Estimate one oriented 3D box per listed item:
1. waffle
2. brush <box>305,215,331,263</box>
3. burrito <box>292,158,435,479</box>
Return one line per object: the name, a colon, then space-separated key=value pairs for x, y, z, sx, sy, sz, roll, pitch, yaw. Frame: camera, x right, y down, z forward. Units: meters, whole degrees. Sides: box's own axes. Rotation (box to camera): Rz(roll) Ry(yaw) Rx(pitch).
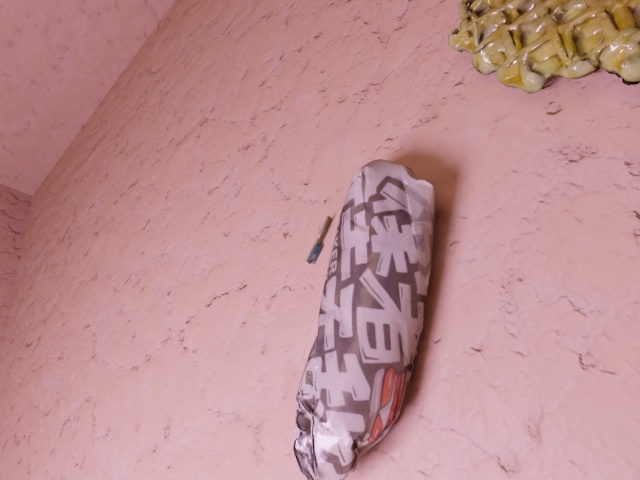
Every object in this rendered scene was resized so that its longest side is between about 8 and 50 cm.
waffle: x=0.326 y=-0.322 z=0.487 sx=0.317 sy=0.073 sz=0.297 roll=-54 pitch=45 yaw=7
brush: x=0.000 y=0.000 z=0.659 sx=0.013 sy=0.016 sz=0.084 roll=23 pitch=86 yaw=33
burrito: x=0.055 y=0.101 z=0.503 sx=0.138 sy=0.101 sz=0.446 roll=1 pitch=69 yaw=37
